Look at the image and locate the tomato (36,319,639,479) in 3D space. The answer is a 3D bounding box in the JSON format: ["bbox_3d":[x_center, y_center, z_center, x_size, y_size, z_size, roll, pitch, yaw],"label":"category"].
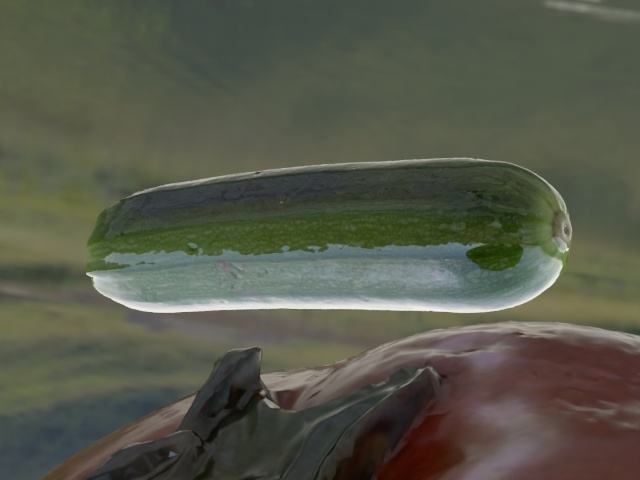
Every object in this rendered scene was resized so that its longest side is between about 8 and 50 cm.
[{"bbox_3d":[0.014,0.177,0.440,0.325,0.289,0.293,-41,-153,-28],"label":"tomato"}]

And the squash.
[{"bbox_3d":[0.000,0.000,0.784,0.229,0.066,0.066,-3,173,30],"label":"squash"}]
